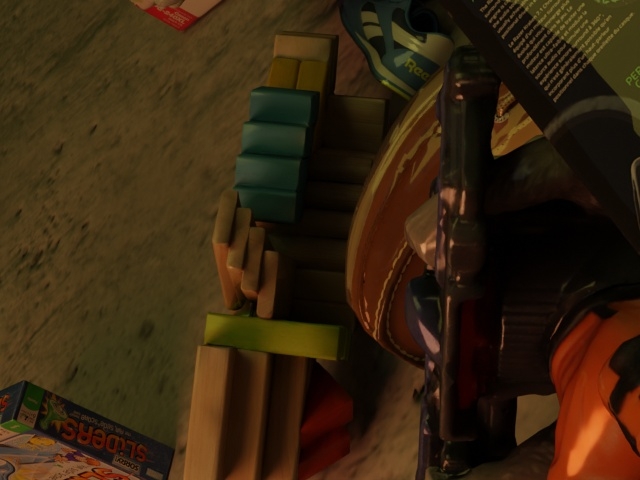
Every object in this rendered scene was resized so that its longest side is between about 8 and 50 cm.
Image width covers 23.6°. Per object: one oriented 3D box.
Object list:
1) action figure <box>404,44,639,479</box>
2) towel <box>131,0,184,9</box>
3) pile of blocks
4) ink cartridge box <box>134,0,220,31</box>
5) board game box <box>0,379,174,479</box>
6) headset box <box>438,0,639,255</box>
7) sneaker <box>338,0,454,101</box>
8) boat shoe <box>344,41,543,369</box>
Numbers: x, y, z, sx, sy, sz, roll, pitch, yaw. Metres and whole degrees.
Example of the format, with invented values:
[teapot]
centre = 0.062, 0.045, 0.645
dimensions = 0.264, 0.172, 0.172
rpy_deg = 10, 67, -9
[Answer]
[action figure]
centre = 0.134, 0.090, 0.699
dimensions = 0.341, 0.178, 0.330
rpy_deg = 90, 170, -48
[towel]
centre = 0.023, -0.335, 1.145
dimensions = 0.374, 0.090, 0.320
rpy_deg = -40, 1, 33
[pile of blocks]
centre = 0.000, 0.000, 1.001
dimensions = 0.149, 0.113, 0.362
rpy_deg = 83, -166, -61
[ink cartridge box]
centre = -0.108, -0.290, 1.496
dimensions = 0.150, 0.063, 0.109
rpy_deg = -27, 43, 45
[board game box]
centre = -0.227, 0.171, 1.204
dimensions = 0.201, 0.136, 0.035
rpy_deg = -25, 44, 48
[headset box]
centre = 0.164, -0.096, 0.623
dimensions = 0.131, 0.246, 0.283
rpy_deg = -48, 52, 21
[sneaker]
centre = 0.058, -0.155, 1.127
dimensions = 0.059, 0.053, 0.144
rpy_deg = -51, 39, 19
[boat shoe]
centre = 0.136, -0.063, 0.854
dimensions = 0.324, 0.122, 0.120
rpy_deg = -56, 35, 9
